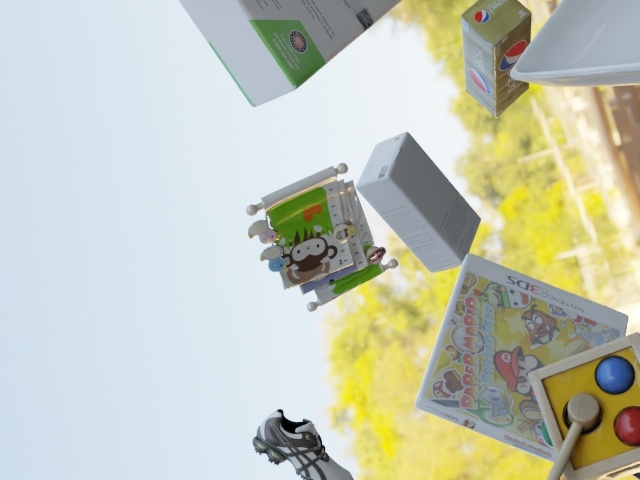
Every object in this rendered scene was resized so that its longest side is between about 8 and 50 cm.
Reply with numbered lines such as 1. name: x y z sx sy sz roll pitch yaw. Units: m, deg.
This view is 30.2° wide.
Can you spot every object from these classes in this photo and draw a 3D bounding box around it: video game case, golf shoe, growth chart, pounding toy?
1. video game case: 0.233 0.134 1.340 0.026 0.206 0.227 107 -174 -50
2. golf shoe: -0.019 0.370 2.092 0.198 0.094 0.077 28 -166 -7
3. growth chart: 0.000 0.000 1.636 0.021 0.172 0.237 52 172 48
4. pounding toy: 0.253 0.172 1.095 0.100 0.141 0.130 38 -148 -63

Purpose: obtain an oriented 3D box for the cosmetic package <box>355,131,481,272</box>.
1. cosmetic package: 0.172 -0.063 2.050 0.231 0.085 0.117 47 -132 -24

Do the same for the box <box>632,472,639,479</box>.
1. box: 0.578 0.324 1.976 0.153 0.207 0.108 -48 -13 -40

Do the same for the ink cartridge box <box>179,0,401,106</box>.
1. ink cartridge box: -0.032 -0.339 1.583 0.273 0.115 0.198 -44 -74 -33

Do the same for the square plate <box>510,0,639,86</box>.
1. square plate: 0.373 -0.226 0.939 0.347 0.344 0.049 -51 -54 -30

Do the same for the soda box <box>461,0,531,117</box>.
1. soda box: 0.211 -0.223 1.422 0.058 0.061 0.181 46 171 21
